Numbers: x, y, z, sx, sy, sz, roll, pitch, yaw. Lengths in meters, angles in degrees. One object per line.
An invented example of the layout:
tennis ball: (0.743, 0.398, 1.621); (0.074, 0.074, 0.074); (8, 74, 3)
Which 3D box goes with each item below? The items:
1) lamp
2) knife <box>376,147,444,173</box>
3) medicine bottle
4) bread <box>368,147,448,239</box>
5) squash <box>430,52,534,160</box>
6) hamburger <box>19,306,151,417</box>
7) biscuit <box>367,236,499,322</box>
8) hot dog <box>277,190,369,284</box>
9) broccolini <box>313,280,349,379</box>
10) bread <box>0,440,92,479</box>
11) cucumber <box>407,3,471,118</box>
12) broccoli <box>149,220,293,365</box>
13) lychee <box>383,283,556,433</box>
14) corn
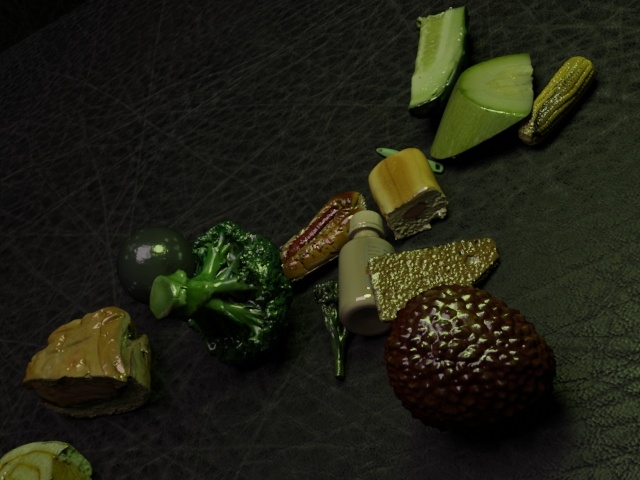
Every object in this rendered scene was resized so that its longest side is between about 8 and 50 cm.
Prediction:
lamp: (-0.394, 0.073, 2.083); (0.182, 0.182, 0.314); (-62, 13, -23)
knife: (0.186, -0.170, 1.901); (0.207, 0.014, 0.030); (22, 69, 48)
medicine bottle: (0.090, 0.053, 1.697); (0.114, 0.114, 0.252); (-23, 42, 23)
bread: (0.174, -0.097, 1.787); (0.134, 0.085, 0.173); (-33, 41, 17)
squash: (0.328, -0.259, 1.825); (0.204, 0.155, 0.237); (3, 38, 11)
hamburger: (-0.472, 0.255, 1.949); (0.330, 0.162, 0.209); (-13, 45, 35)
biscuit: (0.207, 0.070, 1.584); (0.237, 0.026, 0.131); (-10, 64, -6)
hot dog: (0.000, 0.000, 1.857); (0.253, 0.069, 0.131); (-41, 39, 4)
broccolini: (0.037, 0.167, 1.692); (0.068, 0.091, 0.202); (-11, 61, -8)
bread: (-0.582, 0.509, 1.843); (0.257, 0.124, 0.186); (-1, 48, 41)
cucumber: (0.263, -0.373, 1.948); (0.145, 0.105, 0.325); (-13, 42, 28)
broccoli: (-0.199, 0.101, 1.757); (0.298, 0.297, 0.297); (-10, 76, 46)
lychee: (0.224, 0.183, 1.375); (0.271, 0.236, 0.236); (11, 61, 27)
corn: (0.455, -0.269, 1.724); (0.203, 0.072, 0.072); (-50, 39, -9)
